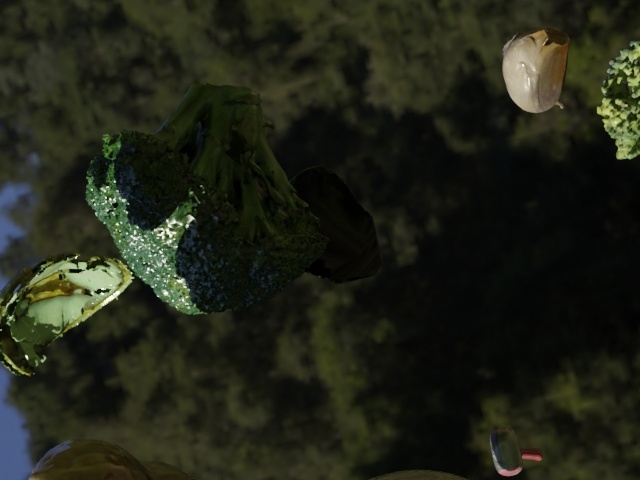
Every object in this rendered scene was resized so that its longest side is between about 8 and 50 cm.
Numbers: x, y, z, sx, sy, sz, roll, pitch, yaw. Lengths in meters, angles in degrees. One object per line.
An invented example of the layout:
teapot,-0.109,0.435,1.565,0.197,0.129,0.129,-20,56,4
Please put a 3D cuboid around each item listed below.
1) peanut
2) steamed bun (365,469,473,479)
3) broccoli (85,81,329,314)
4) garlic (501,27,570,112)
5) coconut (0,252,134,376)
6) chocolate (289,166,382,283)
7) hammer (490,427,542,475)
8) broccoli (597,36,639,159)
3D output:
peanut,-0.190,0.267,1.658,0.313,0.149,0.149,47,-150,-60
steamed bun,0.060,0.361,1.568,0.309,0.309,0.309,-16,-90,-76
broccoli,-0.120,-0.041,1.847,0.261,0.269,0.241,70,-151,-78
garlic,0.264,-0.194,2.101,0.152,0.084,0.066,85,174,-47
coconut,-0.264,0.065,1.633,0.158,0.133,0.055,-10,-129,-49
chocolate,0.000,0.000,2.037,0.148,0.125,0.080,51,176,5
hammer,0.217,0.230,1.877,0.083,0.031,0.052,11,-114,-48
broccoli,0.508,-0.195,2.271,0.235,0.288,0.260,47,-141,-2
